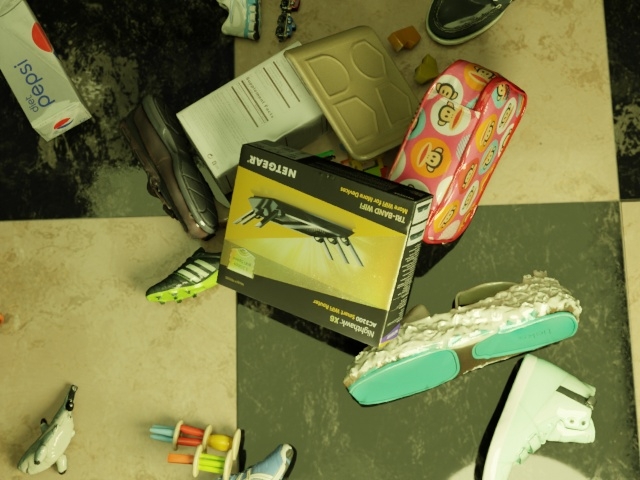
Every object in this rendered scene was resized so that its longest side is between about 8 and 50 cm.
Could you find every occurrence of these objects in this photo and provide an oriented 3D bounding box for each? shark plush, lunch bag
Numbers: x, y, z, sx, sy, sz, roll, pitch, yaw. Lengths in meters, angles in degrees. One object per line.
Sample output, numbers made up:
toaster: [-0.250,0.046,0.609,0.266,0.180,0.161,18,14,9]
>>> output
shark plush: [-0.455,0.317,1.732,0.067,0.073,0.161,12,83,36]
lunch bag: [0.223,-0.139,1.692,0.120,0.258,0.293,29,101,21]

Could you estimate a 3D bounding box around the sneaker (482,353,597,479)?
sneaker: [0.357,0.325,1.661,0.151,0.094,0.255,21,78,13]

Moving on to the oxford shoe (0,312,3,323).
oxford shoe: [-0.678,0.141,1.759,0.272,0.097,0.098,-14,72,0]

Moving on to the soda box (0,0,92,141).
soda box: [-0.524,-0.327,1.845,0.098,0.091,0.286,-30,79,-4]

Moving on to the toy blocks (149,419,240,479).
toy blocks: [-0.213,0.339,1.681,0.148,0.123,0.054,8,108,4]

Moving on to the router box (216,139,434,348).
router box: [0.000,0.000,1.625,0.309,0.081,0.242,20,109,23]

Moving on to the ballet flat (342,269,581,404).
ballet flat: [0.224,0.154,1.707,0.409,0.147,0.146,-17,78,-4]

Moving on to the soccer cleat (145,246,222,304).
soccer cleat: [-0.218,0.056,1.773,0.179,0.060,0.072,-19,69,-8]

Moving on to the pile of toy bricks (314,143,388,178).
pile of toy bricks: [0.005,-0.097,1.778,0.212,0.118,0.105,-19,106,-17]

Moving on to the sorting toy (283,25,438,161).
sorting toy: [0.097,-0.263,1.754,0.307,0.041,0.229,-28,80,-42]

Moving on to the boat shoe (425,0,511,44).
boat shoe: [0.321,-0.486,1.823,0.340,0.113,0.127,-38,79,-5]

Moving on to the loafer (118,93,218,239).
loafer: [-0.264,-0.115,1.776,0.095,0.109,0.302,-33,61,13]

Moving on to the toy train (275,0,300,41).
toy train: [-0.054,-0.434,1.877,0.036,0.027,0.158,10,78,-6]

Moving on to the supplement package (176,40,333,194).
supplement package: [-0.103,-0.208,1.775,0.244,0.139,0.133,-32,81,-5]

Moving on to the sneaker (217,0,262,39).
sneaker: [-0.147,-0.457,1.866,0.083,0.071,0.190,2,78,9]

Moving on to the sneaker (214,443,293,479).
sneaker: [-0.130,0.406,1.681,0.081,0.080,0.211,44,83,7]

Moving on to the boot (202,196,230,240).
boot: [-0.187,-0.056,1.801,0.118,0.042,0.087,-31,70,-11]
